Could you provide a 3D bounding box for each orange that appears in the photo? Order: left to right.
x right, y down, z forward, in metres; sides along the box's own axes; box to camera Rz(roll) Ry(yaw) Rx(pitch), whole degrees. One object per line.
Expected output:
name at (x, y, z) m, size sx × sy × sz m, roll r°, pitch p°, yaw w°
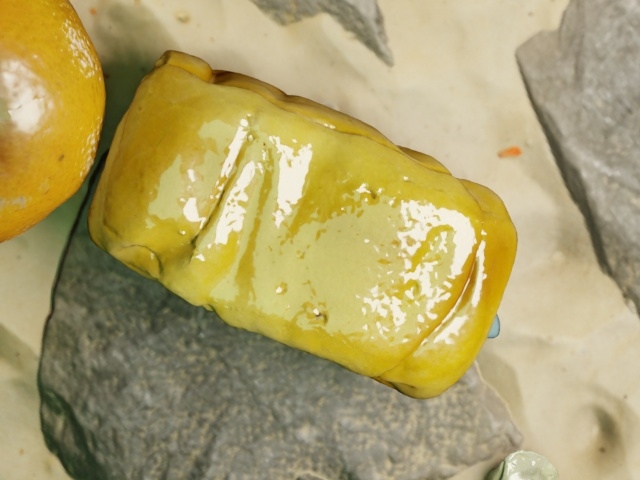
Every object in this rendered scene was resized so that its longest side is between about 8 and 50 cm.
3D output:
orange at (-0.260, -0.099, 1.139) m, size 0.224 × 0.170 × 0.224 m, roll -1°, pitch 105°, yaw -2°

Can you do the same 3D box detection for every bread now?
bread at (-0.013, -0.013, 1.185) m, size 0.294 × 0.132 × 0.167 m, roll 25°, pitch 96°, yaw -8°

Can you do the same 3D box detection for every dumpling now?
dumpling at (0.161, 0.196, 1.307) m, size 0.059 × 0.043 × 0.077 m, roll -8°, pitch 105°, yaw -22°

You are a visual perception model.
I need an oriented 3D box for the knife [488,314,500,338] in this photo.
knife at (0.000, 0.000, 1.257) m, size 0.313 × 0.019 × 0.044 m, roll 24°, pitch 97°, yaw -8°
